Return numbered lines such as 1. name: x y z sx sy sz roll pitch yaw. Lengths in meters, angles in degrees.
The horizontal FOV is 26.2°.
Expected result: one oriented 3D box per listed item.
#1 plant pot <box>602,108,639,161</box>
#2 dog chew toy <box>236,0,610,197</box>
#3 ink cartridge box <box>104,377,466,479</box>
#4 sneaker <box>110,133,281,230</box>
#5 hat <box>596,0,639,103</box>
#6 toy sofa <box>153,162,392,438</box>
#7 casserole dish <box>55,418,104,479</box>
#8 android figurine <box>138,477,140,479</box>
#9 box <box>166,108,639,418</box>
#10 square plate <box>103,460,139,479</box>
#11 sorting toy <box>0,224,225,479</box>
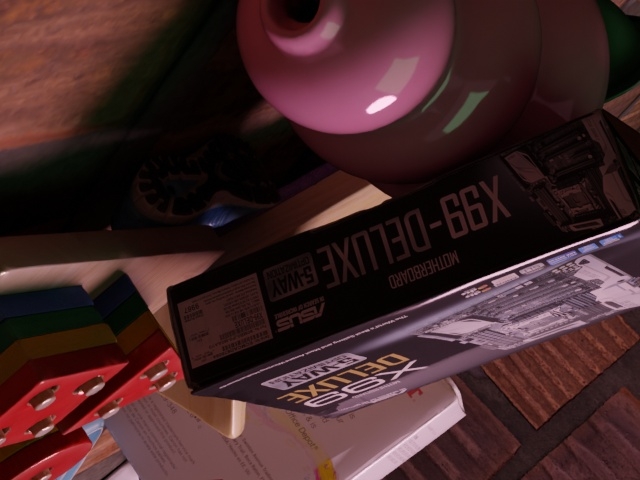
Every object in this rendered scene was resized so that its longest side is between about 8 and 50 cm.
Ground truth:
1. plant pot: 0.196 -0.077 1.356 0.215 0.230 0.215 -40 167 -12
2. dog chew toy: 0.060 -0.124 0.887 0.206 0.206 0.332 -47 159 18
3. ink cartridge box: -0.037 0.172 1.399 0.306 0.226 0.131 -35 162 -2
4. sneaker: -0.096 -0.033 1.027 0.073 0.063 0.162 -37 164 35
5. hat: 0.252 -0.250 1.427 0.173 0.183 0.208 -36 -149 -8
6. toy sofa: -0.023 -0.005 1.190 0.362 0.177 0.150 -32 139 -41
7. casserole dish: -0.272 0.219 1.355 0.114 0.037 0.188 -29 163 -46
8. android figurine: -0.110 0.203 1.684 0.273 0.056 0.248 -36 153 -20
9. box: 0.086 0.032 0.940 0.307 0.076 0.242 -22 161 17
10. square plate: -0.232 0.343 1.866 0.347 0.049 0.344 -38 166 -21
11. sorting toy: -0.202 0.103 0.927 0.257 0.089 0.255 -39 166 23
